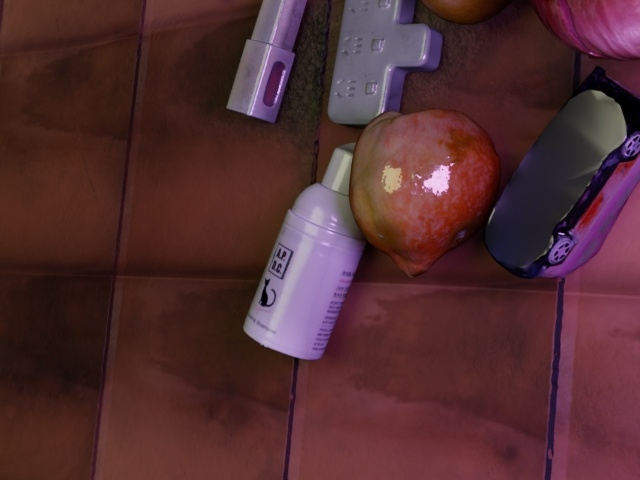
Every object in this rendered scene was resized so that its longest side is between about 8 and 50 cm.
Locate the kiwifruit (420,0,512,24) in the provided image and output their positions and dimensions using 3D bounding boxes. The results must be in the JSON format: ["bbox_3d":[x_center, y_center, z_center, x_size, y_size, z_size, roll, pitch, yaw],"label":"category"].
[{"bbox_3d":[0.242,-0.445,1.851,0.234,0.196,0.196,-41,58,30],"label":"kiwifruit"}]

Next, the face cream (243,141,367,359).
[{"bbox_3d":[0.000,0.000,2.004,0.145,0.145,0.370,26,100,40],"label":"face cream"}]

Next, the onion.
[{"bbox_3d":[0.433,-0.397,1.605,0.353,0.353,0.354,-8,77,39],"label":"onion"}]

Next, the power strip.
[{"bbox_3d":[0.111,-0.318,2.025,0.193,0.059,0.265,6,85,41],"label":"power strip"}]

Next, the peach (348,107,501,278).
[{"bbox_3d":[0.153,-0.071,1.844,0.232,0.232,0.257,-3,89,40],"label":"peach"}]

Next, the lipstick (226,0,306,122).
[{"bbox_3d":[-0.090,-0.342,2.188,0.077,0.079,0.253,19,93,42],"label":"lipstick"}]

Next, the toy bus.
[{"bbox_3d":[0.361,-0.082,1.712,0.127,0.147,0.303,43,112,36],"label":"toy bus"}]
